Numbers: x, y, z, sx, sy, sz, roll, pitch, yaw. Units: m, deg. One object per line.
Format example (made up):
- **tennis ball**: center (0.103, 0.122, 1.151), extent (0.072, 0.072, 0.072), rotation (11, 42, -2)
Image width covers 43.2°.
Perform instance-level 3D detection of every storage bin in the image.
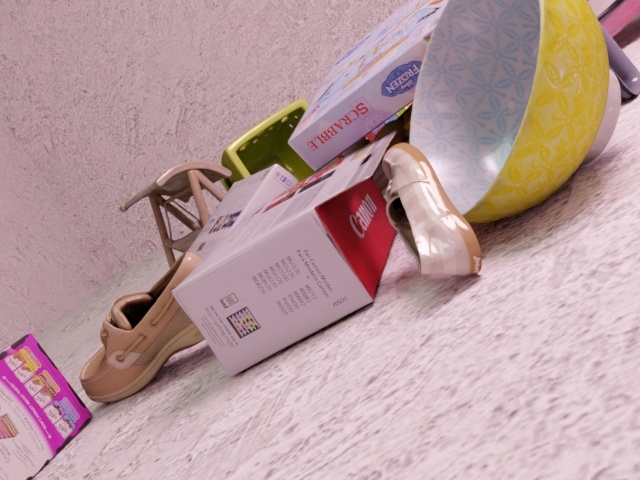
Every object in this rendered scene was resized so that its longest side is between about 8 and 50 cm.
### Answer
- **storage bin**: center (0.347, -0.225, 1.076), extent (0.091, 0.135, 0.098), rotation (-40, 3, 40)

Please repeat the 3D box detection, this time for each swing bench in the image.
- **swing bench**: center (-0.268, -0.040, 1.733), extent (0.165, 0.255, 0.253), rotation (-38, 11, -30)

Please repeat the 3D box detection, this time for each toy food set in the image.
- **toy food set**: center (0.107, -0.179, 1.223), extent (0.306, 0.092, 0.220), rotation (-45, 15, 25)

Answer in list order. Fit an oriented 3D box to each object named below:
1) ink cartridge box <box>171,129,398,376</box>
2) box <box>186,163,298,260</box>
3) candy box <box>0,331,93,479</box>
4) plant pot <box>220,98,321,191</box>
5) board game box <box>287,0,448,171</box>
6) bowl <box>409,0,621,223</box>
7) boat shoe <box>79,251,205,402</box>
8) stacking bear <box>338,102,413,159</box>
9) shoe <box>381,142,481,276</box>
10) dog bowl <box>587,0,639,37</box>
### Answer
- **ink cartridge box**: center (0.000, 0.000, 1.024), extent (0.271, 0.130, 0.309), rotation (-30, 10, 19)
- **box**: center (-0.179, 0.024, 1.397), extent (0.322, 0.058, 0.232), rotation (-57, 17, -17)
- **candy box**: center (-0.437, 0.252, 1.086), extent (0.071, 0.159, 0.233), rotation (-29, 9, 28)
- **plant pot**: center (-0.087, -0.142, 1.796), extent (0.227, 0.228, 0.207), rotation (-37, 3, -23)
- **board game box**: center (0.119, -0.276, 1.193), extent (0.318, 0.066, 0.318), rotation (-33, 20, 32)
- **bowl**: center (0.225, -0.149, 0.877), extent (0.156, 0.290, 0.289), rotation (9, -3, -17)
- **boat shoe**: center (-0.255, 0.121, 1.160), extent (0.341, 0.110, 0.122), rotation (-36, 27, 30)
- **stacking bear**: center (0.148, -0.214, 1.602), extent (0.289, 0.164, 0.175), rotation (-34, 8, -35)
- **shoe**: center (0.097, -0.034, 0.831), extent (0.058, 0.077, 0.219), rotation (-18, 35, -4)
- **dog bowl**: center (0.490, -0.461, 1.534), extent (0.408, 0.150, 0.408), rotation (-43, 6, 6)
